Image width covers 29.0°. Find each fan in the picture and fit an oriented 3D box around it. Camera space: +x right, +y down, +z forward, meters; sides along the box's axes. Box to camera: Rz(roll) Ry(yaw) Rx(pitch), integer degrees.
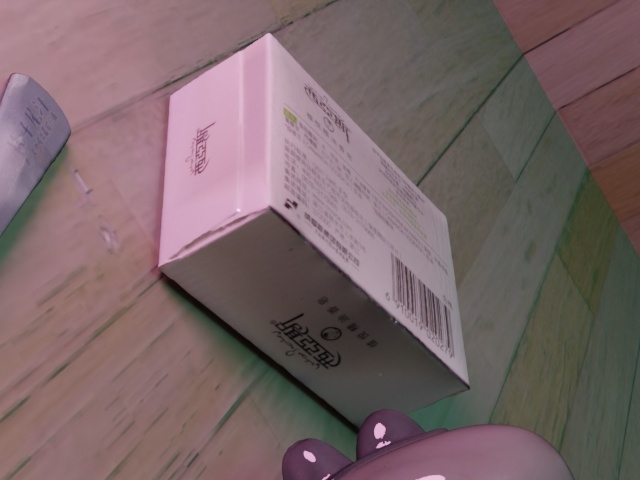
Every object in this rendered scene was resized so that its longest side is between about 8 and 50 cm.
[{"bbox_3d":[-0.197,-0.015,0.708,0.057,0.023,0.282,52,25,-25],"label":"fan"}]

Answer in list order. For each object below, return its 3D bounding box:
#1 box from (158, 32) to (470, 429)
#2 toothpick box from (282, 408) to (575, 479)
[{"bbox_3d":[0.000,0.000,0.964,0.260,0.111,0.194,41,31,-34],"label":"box"},{"bbox_3d":[0.085,0.256,0.768,0.229,0.229,0.316,6,57,-61],"label":"toothpick box"}]
